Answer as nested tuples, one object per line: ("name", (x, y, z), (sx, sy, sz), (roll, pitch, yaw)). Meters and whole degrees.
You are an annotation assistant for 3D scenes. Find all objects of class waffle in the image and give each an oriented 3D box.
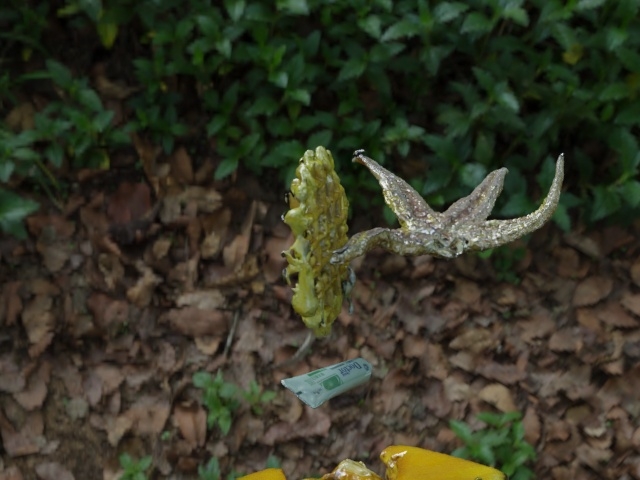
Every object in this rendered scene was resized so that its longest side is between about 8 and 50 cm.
("waffle", (-0.003, 0.000, 1.680), (0.060, 0.262, 0.281), (-2, 59, 20))

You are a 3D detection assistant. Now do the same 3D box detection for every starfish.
("starfish", (0.201, -0.061, 1.781), (0.397, 0.132, 0.384), (-9, 30, 0))

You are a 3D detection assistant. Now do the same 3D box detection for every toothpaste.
("toothpaste", (0.021, 0.206, 1.596), (0.064, 0.041, 0.218), (38, 21, 22))

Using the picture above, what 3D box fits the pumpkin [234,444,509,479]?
("pumpkin", (0.052, 0.350, 1.110), (0.303, 0.226, 0.256), (-10, 17, -21))
